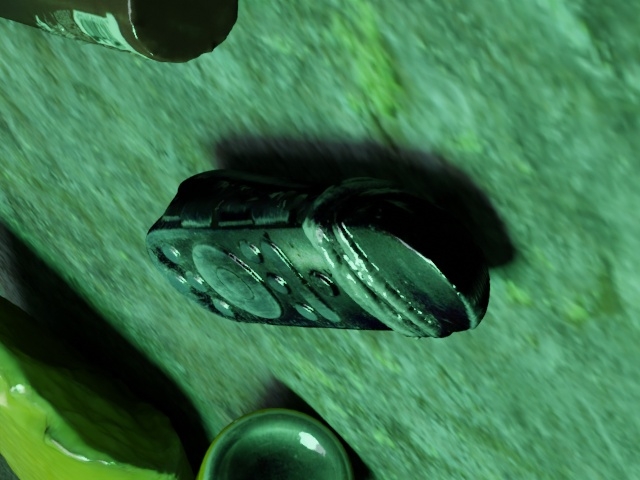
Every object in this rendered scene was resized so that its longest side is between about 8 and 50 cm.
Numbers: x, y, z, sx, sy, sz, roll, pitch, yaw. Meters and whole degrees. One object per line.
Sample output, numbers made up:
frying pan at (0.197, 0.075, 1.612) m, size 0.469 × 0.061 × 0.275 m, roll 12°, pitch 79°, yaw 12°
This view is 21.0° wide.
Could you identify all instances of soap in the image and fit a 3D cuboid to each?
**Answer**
soap at (-0.210, 0.179, 1.524) m, size 0.306 × 0.115 × 0.427 m, roll 37°, pitch 159°, yaw 17°

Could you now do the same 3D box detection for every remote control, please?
remote control at (0.000, 0.000, 0.846) m, size 0.090 × 0.066 × 0.266 m, roll 42°, pitch 160°, yaw -25°

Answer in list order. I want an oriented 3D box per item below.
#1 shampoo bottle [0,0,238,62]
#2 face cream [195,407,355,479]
shampoo bottle at (-0.124, -0.132, 0.832) m, size 0.236 × 0.067 × 0.068 m, roll 23°, pitch 139°, yaw 50°
face cream at (-0.053, 0.214, 1.278) m, size 0.105 × 0.105 × 0.348 m, roll 45°, pitch 160°, yaw 7°
